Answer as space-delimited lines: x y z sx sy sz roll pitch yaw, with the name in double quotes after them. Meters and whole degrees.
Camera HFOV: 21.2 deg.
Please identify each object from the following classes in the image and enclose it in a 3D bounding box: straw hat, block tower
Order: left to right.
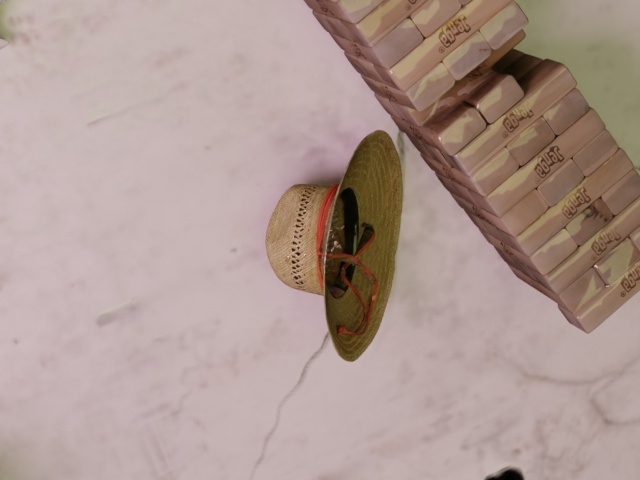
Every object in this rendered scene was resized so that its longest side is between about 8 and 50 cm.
0.000 0.000 1.052 0.061 0.144 0.144 9 105 21 "straw hat"
0.088 -0.099 1.042 0.091 0.097 0.335 -40 111 -4 "block tower"

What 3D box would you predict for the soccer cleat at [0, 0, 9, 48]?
-0.198 -0.144 0.972 0.035 0.029 0.083 -15 112 -23 "soccer cleat"
